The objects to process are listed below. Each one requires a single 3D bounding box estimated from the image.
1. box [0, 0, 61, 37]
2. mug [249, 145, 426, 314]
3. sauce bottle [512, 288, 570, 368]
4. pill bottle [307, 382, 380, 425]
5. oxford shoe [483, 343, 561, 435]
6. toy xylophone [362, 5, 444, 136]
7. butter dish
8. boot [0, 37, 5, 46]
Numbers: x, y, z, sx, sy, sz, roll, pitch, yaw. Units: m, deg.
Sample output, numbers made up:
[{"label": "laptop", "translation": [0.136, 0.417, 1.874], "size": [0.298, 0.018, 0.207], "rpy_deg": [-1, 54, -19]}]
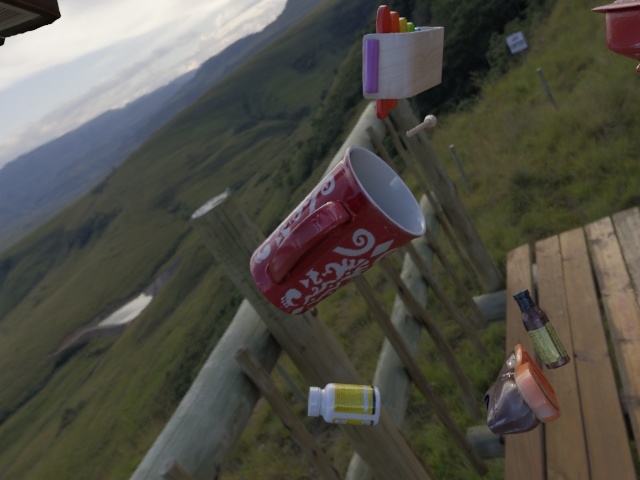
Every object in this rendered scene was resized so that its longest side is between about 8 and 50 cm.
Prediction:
[{"label": "box", "translation": [-0.543, -0.522, 0.786], "size": [0.143, 0.382, 0.191], "rpy_deg": [-8, 5, 19]}, {"label": "mug", "translation": [-0.001, -0.007, 0.556], "size": [0.169, 0.150, 0.113], "rpy_deg": [-41, 52, 28]}, {"label": "sauce bottle", "translation": [0.349, 0.139, 0.851], "size": [0.042, 0.128, 0.042], "rpy_deg": [-23, -11, -5]}, {"label": "pill bottle", "translation": [0.038, 0.274, 0.896], "size": [0.116, 0.065, 0.065], "rpy_deg": [5, 18, -5]}, {"label": "oxford shoe", "translation": [0.399, 0.308, 1.109], "size": [0.132, 0.130, 0.363], "rpy_deg": [-37, -16, 15]}, {"label": "toy xylophone", "translation": [0.181, -0.338, 1.092], "size": [0.081, 0.237, 0.322], "rpy_deg": [10, 18, 26]}, {"label": "butter dish", "translation": [0.563, -0.343, 0.902], "size": [0.160, 0.118, 0.160], "rpy_deg": [-3, 19, -17]}, {"label": "boot", "translation": [-0.701, -0.446, 1.004], "size": [0.338, 0.118, 0.222], "rpy_deg": [-22, 0, 39]}]
